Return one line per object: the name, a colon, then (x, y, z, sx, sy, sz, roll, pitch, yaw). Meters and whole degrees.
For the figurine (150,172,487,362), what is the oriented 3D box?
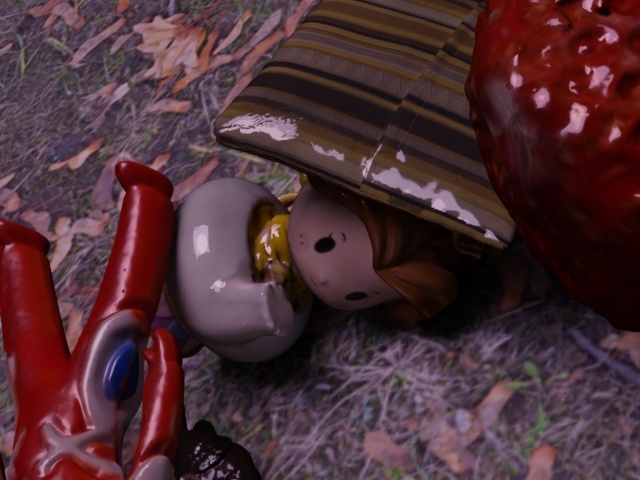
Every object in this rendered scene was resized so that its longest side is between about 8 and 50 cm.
figurine: (0.000, 0.000, 1.118, 0.263, 0.142, 0.189, -19, 31, 24)

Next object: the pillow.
pillow: (0.067, -0.099, 1.047, 0.208, 0.052, 0.212, 21, 49, 17)

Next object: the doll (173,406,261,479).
doll: (-0.089, 0.190, 1.065, 0.139, 0.057, 0.165, -48, 40, -14)

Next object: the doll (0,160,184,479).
doll: (-0.164, 0.140, 1.040, 0.188, 0.099, 0.383, -25, 56, 30)

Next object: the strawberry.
strawberry: (0.204, -0.064, 0.880, 0.310, 0.291, 0.291, -16, 34, -16)
